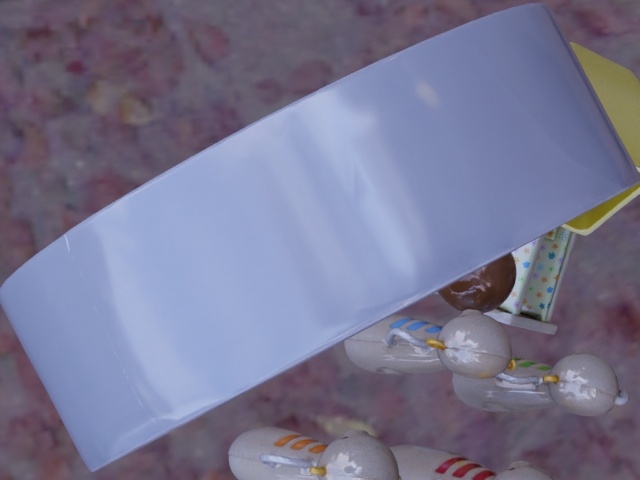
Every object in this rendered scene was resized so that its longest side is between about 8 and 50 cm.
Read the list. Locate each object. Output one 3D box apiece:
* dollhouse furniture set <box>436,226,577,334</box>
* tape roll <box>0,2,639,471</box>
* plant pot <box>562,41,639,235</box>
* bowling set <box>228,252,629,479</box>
[{"bbox_3d":[0.126,-0.038,1.526,0.161,0.101,0.182,18,92,31],"label":"dollhouse furniture set"},{"bbox_3d":[0.000,0.000,0.672,0.219,0.219,0.072,-30,87,30],"label":"tape roll"},{"bbox_3d":[0.150,-0.068,1.139,0.081,0.083,0.081,24,146,-15],"label":"plant pot"},{"bbox_3d":[0.099,0.087,1.160,0.154,0.287,0.200,-1,77,53],"label":"bowling set"}]
